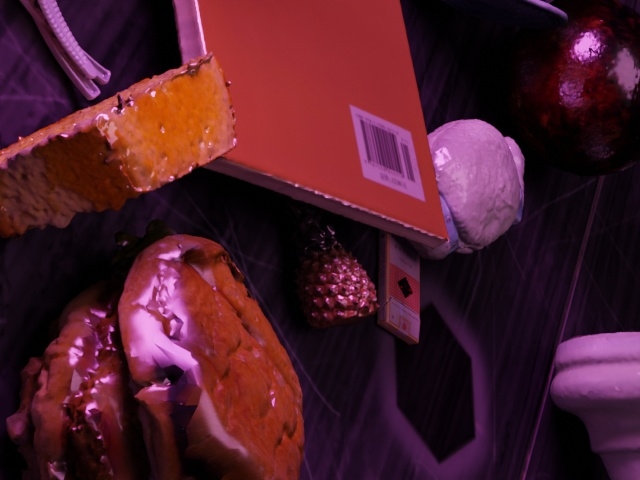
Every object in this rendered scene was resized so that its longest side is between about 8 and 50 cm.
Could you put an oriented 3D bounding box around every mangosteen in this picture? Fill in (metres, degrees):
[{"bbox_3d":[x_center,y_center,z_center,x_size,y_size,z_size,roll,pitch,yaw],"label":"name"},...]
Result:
[{"bbox_3d":[0.248,-0.136,1.628,0.172,0.184,0.172,-9,103,-46],"label":"mangosteen"}]

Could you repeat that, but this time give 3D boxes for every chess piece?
[{"bbox_3d":[0.288,0.229,1.551,0.194,0.194,0.299,12,76,-55],"label":"chess piece"}]

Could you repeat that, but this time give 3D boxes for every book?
[{"bbox_3d":[-0.020,-0.190,1.338,0.262,0.028,0.374,18,54,-49],"label":"book"}]

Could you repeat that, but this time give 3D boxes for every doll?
[{"bbox_3d":[0.113,-0.042,1.480,0.214,0.071,0.104,-22,94,-59],"label":"doll"}]

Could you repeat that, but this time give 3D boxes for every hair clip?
[{"bbox_3d":[-0.160,-0.139,1.142,0.115,0.039,0.030,59,41,-27],"label":"hair clip"}]

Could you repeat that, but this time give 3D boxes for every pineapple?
[{"bbox_3d":[0.000,0.000,1.314,0.058,0.058,0.124,-4,76,-57],"label":"pineapple"}]

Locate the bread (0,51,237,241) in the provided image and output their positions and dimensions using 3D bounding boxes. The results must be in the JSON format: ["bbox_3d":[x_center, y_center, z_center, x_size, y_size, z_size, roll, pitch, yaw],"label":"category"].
[{"bbox_3d":[-0.123,-0.055,1.102,0.187,0.103,0.065,-34,108,-61],"label":"bread"}]

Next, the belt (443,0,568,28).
[{"bbox_3d":[0.145,-0.299,1.548,0.206,0.116,0.267,-32,100,-31],"label":"belt"}]

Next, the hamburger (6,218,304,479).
[{"bbox_3d":[-0.073,0.098,1.093,0.183,0.130,0.206,59,33,-27],"label":"hamburger"}]

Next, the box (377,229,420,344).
[{"bbox_3d":[0.060,0.033,1.425,0.046,0.012,0.083,35,48,-47],"label":"box"}]
